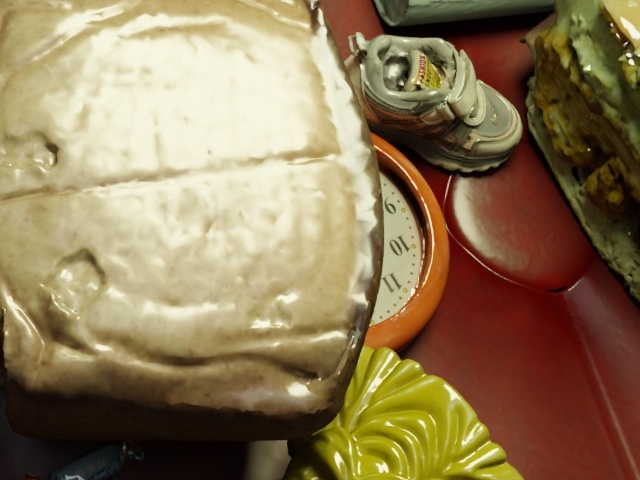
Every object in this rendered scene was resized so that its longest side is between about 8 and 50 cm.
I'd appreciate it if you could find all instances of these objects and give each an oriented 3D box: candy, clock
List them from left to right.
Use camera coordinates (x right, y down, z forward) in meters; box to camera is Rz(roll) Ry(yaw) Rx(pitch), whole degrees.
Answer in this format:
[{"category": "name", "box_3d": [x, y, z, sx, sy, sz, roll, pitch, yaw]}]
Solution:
[{"category": "candy", "box_3d": [-0.158, 0.151, 0.762, 0.083, 0.020, 0.030, -25, 75, -27]}, {"category": "clock", "box_3d": [0.000, 0.000, 0.870, 0.205, 0.051, 0.205, 6, 65, -14]}]

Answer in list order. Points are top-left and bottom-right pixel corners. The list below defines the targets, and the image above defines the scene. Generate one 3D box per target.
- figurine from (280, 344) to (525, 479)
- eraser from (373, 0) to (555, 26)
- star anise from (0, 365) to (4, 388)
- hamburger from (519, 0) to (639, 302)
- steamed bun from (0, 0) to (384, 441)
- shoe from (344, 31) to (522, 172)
[{"category": "figurine", "box_3d": [-0.036, 0.222, 0.678, 0.315, 0.168, 0.187, -32, 104, -30]}, {"category": "eraser", "box_3d": [0.146, -0.280, 1.042, 0.227, 0.081, 0.174, -10, 64, -21]}, {"category": "star anise", "box_3d": [-0.297, 0.013, 0.755, 0.262, 0.081, 0.230, 36, 49, 5]}, {"category": "hamburger", "box_3d": [0.326, -0.107, 0.948, 0.277, 0.195, 0.318, -25, 76, -25]}, {"category": "steamed bun", "box_3d": [-0.099, -0.015, 0.728, 0.252, 0.199, 0.301, 0, 72, -16]}, {"category": "shoe", "box_3d": [0.088, -0.122, 0.936, 0.180, 0.092, 0.089, 13, 61, -11]}]
